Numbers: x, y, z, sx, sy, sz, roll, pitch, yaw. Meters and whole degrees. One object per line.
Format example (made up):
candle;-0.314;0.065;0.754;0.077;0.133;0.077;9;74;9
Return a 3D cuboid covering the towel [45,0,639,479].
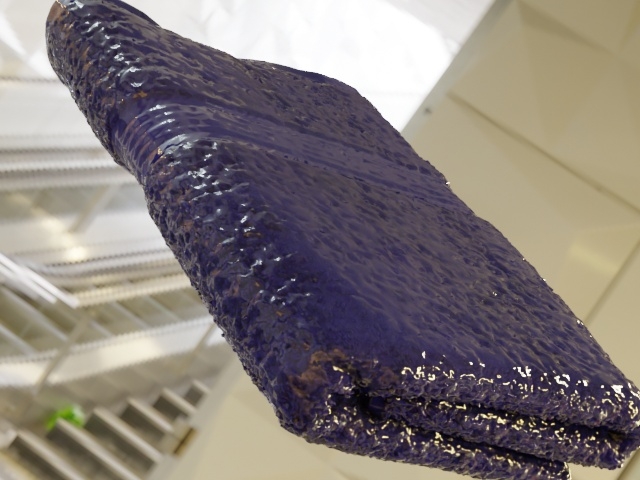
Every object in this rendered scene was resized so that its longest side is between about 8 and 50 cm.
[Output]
towel;0.000;0.000;0.633;0.228;0.076;0.308;14;27;-40
